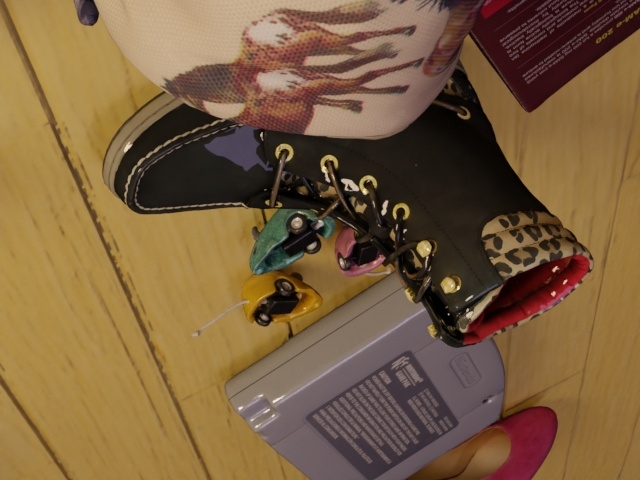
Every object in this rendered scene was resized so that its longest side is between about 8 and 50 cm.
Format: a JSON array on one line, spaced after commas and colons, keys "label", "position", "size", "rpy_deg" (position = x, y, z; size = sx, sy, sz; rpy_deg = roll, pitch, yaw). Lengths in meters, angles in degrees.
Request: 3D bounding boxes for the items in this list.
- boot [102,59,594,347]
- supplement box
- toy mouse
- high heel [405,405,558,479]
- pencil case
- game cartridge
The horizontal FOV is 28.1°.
[{"label": "boot", "position": [0.019, -0.020, 0.700], "size": [0.236, 0.178, 0.085], "rpy_deg": [-16, 146, -27]}, {"label": "supplement box", "position": [0.109, -0.175, 0.663], "size": [0.130, 0.073, 0.239], "rpy_deg": [-36, 149, 9]}, {"label": "toy mouse", "position": [0.000, 0.000, 0.859], "size": [0.161, 0.031, 0.143], "rpy_deg": [-5, 141, -38]}, {"label": "high heel", "position": [0.132, 0.216, 1.279], "size": [0.244, 0.082, 0.117], "rpy_deg": [-33, 117, -12]}, {"label": "pencil case", "position": [0.012, -0.199, 0.354], "size": [0.160, 0.183, 0.410], "rpy_deg": [-36, 165, -26]}, {"label": "game cartridge", "position": [0.056, 0.127, 1.076], "size": [0.198, 0.062, 0.297], "rpy_deg": [-36, 150, -1]}]
